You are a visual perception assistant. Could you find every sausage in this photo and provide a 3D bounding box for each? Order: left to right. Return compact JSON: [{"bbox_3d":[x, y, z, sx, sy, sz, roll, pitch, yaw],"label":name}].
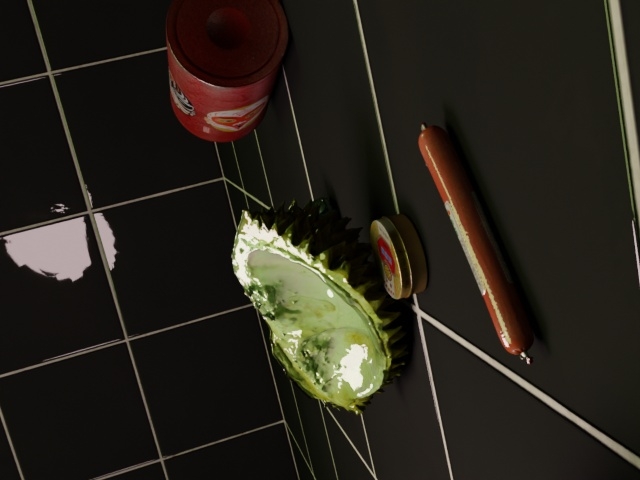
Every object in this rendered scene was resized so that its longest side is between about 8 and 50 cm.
[{"bbox_3d":[0.143,-0.004,0.731,0.034,0.034,0.253,103,151,-67],"label":"sausage"}]

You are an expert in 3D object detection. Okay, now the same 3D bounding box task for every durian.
[{"bbox_3d":[0.011,0.113,1.105,0.163,0.198,0.394,-118,9,-54],"label":"durian"}]

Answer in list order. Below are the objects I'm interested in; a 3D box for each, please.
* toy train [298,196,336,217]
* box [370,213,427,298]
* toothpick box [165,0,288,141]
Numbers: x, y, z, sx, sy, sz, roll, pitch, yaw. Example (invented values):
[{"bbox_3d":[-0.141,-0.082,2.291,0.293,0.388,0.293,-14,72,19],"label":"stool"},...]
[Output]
[{"bbox_3d":[0.000,0.000,1.355,0.111,0.071,0.170,60,163,23],"label":"toy train"},{"bbox_3d":[0.097,0.020,0.977,0.105,0.037,0.105,164,90,-79],"label":"box"},{"bbox_3d":[-0.176,-0.318,1.436,0.333,0.204,0.204,143,111,-77],"label":"toothpick box"}]
